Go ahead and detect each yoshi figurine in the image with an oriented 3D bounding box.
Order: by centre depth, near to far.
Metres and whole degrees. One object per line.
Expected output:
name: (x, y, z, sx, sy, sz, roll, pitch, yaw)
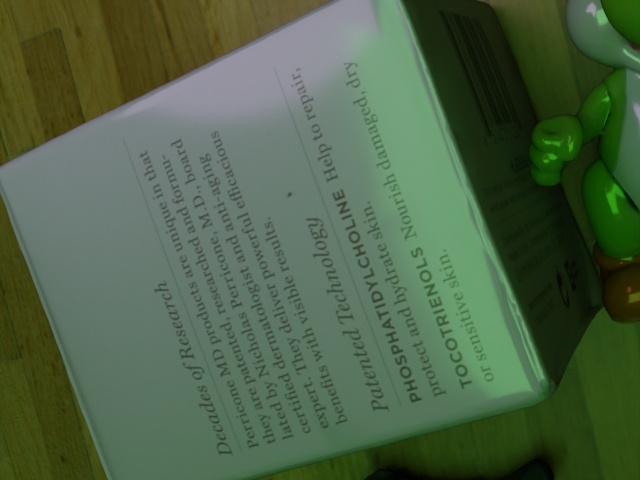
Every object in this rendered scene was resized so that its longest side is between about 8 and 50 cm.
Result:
yoshi figurine: (0.279, -0.113, 0.800, 0.203, 0.203, 0.362, 3, 112, 50)

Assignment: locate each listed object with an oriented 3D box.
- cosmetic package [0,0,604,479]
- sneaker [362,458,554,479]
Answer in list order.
cosmetic package: (0.000, 0.000, 0.912, 0.393, 0.329, 0.328, -21, 91, 25)
sneaker: (0.102, 0.289, 1.040, 0.300, 0.111, 0.121, -31, 82, 22)
